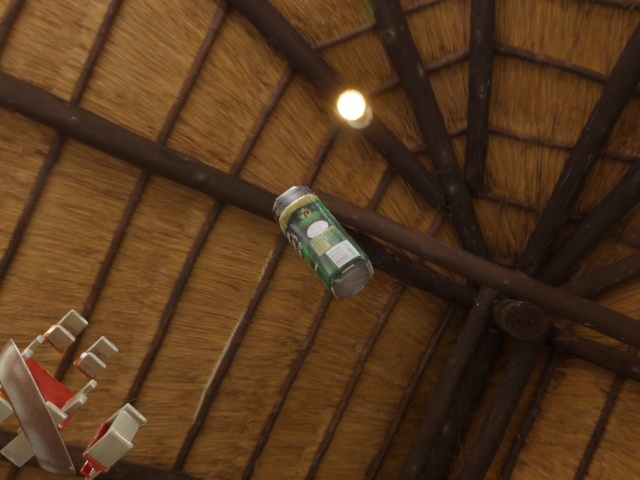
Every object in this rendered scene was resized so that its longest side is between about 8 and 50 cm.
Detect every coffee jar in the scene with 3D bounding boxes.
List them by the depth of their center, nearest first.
[{"bbox_3d":[0.000,0.000,1.040,0.079,0.096,0.184,-35,-121,-6],"label":"coffee jar"}]

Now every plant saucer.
[{"bbox_3d":[-0.380,0.225,0.870,0.036,0.198,0.198,-25,-103,-29],"label":"plant saucer"}]

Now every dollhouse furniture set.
[{"bbox_3d":[-0.452,0.295,1.167,0.135,0.262,0.259,-39,-76,21],"label":"dollhouse furniture set"}]
